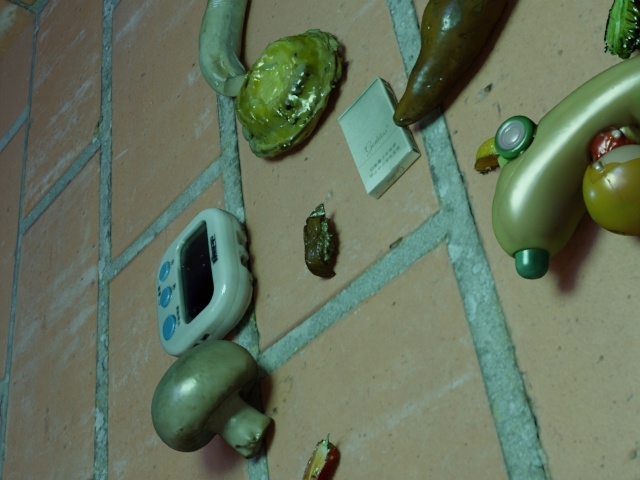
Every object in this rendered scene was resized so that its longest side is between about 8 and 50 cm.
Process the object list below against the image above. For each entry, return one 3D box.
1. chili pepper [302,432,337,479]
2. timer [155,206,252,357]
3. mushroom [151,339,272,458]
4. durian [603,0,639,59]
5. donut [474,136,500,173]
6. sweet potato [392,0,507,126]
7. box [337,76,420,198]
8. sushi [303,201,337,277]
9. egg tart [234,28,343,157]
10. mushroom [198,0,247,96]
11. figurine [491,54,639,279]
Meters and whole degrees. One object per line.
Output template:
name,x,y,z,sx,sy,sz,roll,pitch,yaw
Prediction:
chili pepper,-0.014,0.369,1.450,0.045,0.027,0.178,22,89,59
timer,-0.218,0.083,1.832,0.237,0.087,0.262,-42,42,31
mushroom,-0.168,0.272,1.603,0.204,0.204,0.204,-30,49,41
durian,0.422,-0.407,1.209,0.198,0.163,0.394,8,78,59
donut,0.253,-0.122,1.378,0.083,0.067,0.037,116,157,-70
sweet potato,0.210,-0.334,1.490,0.112,0.112,0.359,31,93,55
box,0.095,-0.172,1.616,0.109,0.029,0.198,-46,41,27
sushi,0.000,0.000,1.622,0.055,0.052,0.120,-20,51,25
egg tart,-0.072,-0.286,1.846,0.279,0.095,0.278,-32,46,41
mushroom,-0.209,-0.451,2.125,0.123,0.095,0.351,-21,55,24
figurine,0.339,-0.091,1.168,0.324,0.124,0.222,-41,42,27
